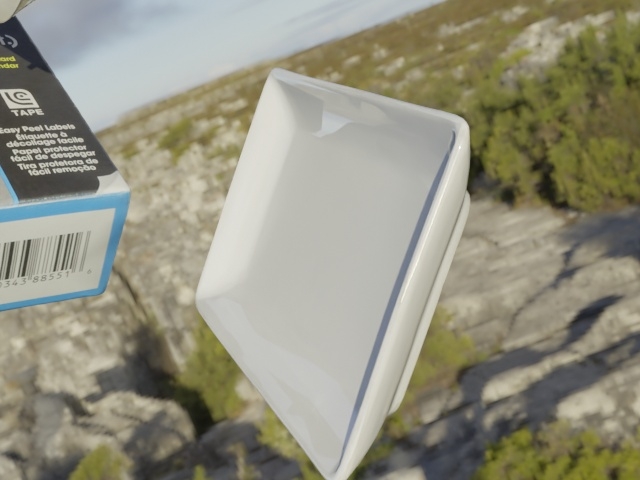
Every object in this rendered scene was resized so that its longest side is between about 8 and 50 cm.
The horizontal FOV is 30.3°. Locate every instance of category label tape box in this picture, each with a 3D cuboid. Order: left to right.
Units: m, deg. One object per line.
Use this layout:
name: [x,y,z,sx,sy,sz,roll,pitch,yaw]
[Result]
label tape box: [-0.319,-0.087,0.845,0.240,0.334,0.106,-10,-43,-34]

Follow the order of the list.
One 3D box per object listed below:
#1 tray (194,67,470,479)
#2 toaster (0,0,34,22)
tray: [0.000,0.000,0.554,0.030,0.145,0.270,16,7,-20]
toaster: [-0.233,-0.235,0.772,0.110,0.168,0.186,-53,12,16]
